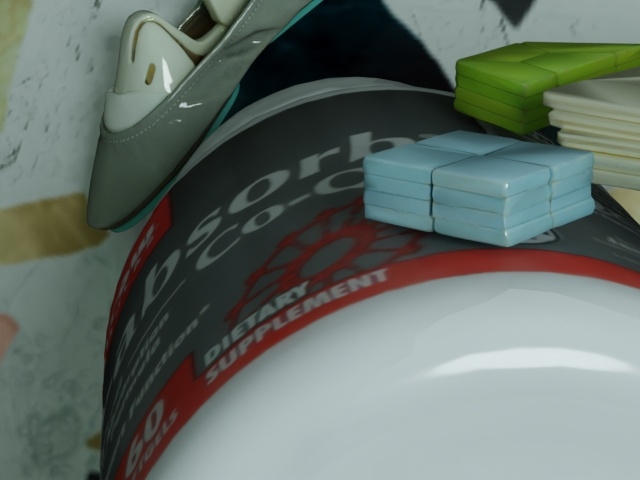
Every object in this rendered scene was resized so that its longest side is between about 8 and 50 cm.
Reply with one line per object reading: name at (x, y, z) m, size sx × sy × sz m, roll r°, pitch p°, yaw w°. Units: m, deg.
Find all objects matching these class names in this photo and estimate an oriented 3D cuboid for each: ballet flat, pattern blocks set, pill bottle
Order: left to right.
ballet flat at (-0.054, -0.101, 0.861) m, size 0.213 × 0.068 × 0.072 m, roll -48°, pitch 27°, yaw -1°
pill bottle at (0.029, 0.063, 0.625) m, size 0.210 × 0.363 × 0.210 m, roll -2°, pitch 106°, yaw -6°
pattern blocks set at (0.173, -0.039, 0.552) m, size 0.285 × 0.325 × 0.026 m, roll 8°, pitch 108°, yaw 27°
